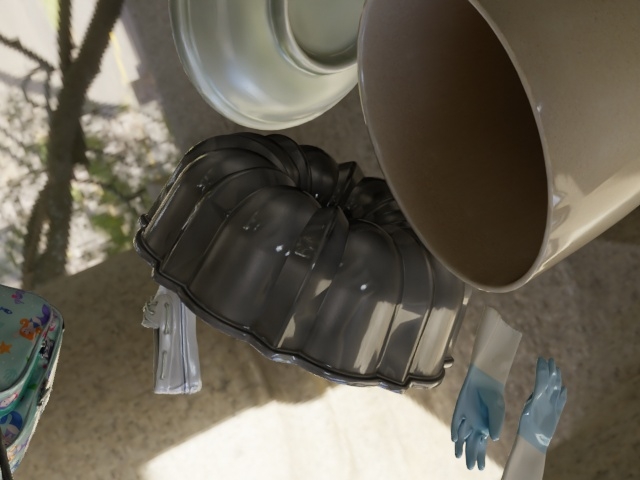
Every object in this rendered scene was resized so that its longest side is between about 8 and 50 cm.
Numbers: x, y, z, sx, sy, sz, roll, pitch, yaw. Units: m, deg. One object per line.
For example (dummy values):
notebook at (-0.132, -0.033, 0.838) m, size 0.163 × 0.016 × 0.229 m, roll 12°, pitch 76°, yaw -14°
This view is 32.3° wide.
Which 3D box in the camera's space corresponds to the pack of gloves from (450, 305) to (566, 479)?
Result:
pack of gloves at (0.274, 0.234, 1.525) m, size 0.195 × 0.232 × 0.046 m, roll 36°, pitch 149°, yaw -26°

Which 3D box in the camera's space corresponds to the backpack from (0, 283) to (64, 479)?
backpack at (-0.434, 0.167, 1.316) m, size 0.191 × 0.225 × 0.253 m, roll 118°, pitch 167°, yaw -55°

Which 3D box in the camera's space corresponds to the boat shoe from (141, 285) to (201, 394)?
boat shoe at (-0.220, 0.111, 1.595) m, size 0.083 × 0.075 × 0.226 m, roll 139°, pitch 124°, yaw -72°

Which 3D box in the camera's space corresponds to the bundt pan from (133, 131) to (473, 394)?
bundt pan at (0.000, 0.000, 1.037) m, size 0.331 × 0.331 × 0.124 m, roll 43°, pitch 115°, yaw 43°

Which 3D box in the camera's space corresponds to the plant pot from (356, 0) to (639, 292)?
plant pot at (0.209, -0.127, 0.879) m, size 0.256 × 0.274 × 0.256 m, roll 50°, pitch 152°, yaw 39°

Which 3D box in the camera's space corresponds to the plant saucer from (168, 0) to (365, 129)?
plant saucer at (-0.003, -0.320, 1.364) m, size 0.100 × 0.400 × 0.400 m, roll 25°, pitch 137°, yaw 39°

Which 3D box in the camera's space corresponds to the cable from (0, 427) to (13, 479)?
cable at (-0.272, 0.240, 0.951) m, size 0.287 × 0.139 × 0.072 m, roll 35°, pitch 165°, yaw 0°
